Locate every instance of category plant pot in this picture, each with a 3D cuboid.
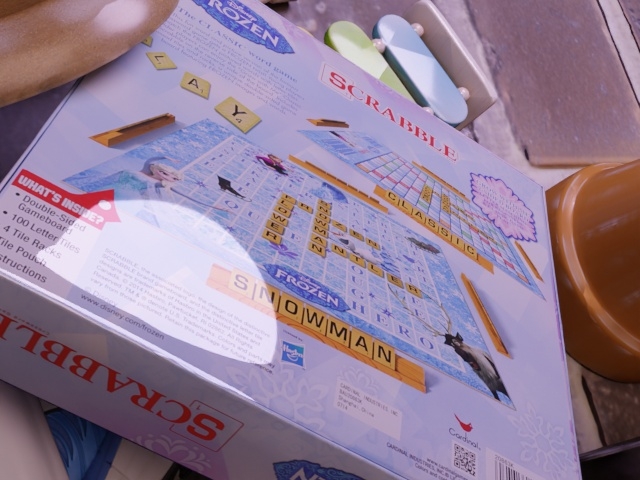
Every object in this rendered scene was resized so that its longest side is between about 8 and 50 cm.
[{"bbox_3d":[0.315,0.002,0.740,0.205,0.188,0.205,12,62,-24],"label":"plant pot"},{"bbox_3d":[-0.195,-0.127,0.459,0.237,0.032,0.236,-6,35,5],"label":"plant pot"}]

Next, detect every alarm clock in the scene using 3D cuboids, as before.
[{"bbox_3d":[0.272,0.182,0.675,0.192,0.129,0.064,0,67,-51],"label":"alarm clock"}]

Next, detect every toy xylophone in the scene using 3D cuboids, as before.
[{"bbox_3d":[-0.017,-0.115,0.683,0.236,0.081,0.323,49,54,1],"label":"toy xylophone"}]

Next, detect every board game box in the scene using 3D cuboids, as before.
[{"bbox_3d":[0.000,0.000,0.486,0.319,0.066,0.318,31,37,-14],"label":"board game box"}]

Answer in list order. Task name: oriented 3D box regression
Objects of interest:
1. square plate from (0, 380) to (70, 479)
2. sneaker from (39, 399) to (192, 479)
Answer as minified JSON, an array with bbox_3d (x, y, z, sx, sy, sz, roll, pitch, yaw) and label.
[{"bbox_3d":[-0.322,0.053,0.380,0.344,0.049,0.347,-16,60,-25],"label":"square plate"},{"bbox_3d":[-0.160,0.124,0.483,0.147,0.129,0.330,31,56,10],"label":"sneaker"}]
